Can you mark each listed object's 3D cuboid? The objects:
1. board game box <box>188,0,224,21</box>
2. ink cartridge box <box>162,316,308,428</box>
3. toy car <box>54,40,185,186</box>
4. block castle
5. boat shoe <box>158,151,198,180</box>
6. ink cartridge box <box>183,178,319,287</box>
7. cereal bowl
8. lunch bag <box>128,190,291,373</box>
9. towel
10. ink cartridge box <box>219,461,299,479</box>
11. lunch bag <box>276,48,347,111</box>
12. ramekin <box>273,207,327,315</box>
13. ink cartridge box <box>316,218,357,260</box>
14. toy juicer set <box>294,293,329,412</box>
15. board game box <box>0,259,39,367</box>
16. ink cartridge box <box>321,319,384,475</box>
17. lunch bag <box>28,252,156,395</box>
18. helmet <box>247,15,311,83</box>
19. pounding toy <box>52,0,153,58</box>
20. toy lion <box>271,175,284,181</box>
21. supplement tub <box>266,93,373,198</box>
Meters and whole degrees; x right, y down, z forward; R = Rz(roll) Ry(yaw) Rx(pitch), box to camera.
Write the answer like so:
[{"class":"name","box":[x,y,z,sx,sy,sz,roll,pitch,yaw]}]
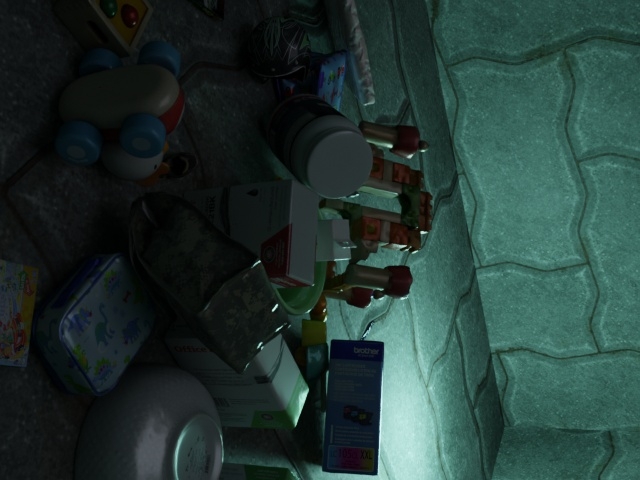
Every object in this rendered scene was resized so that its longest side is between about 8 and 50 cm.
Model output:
[{"class":"board game box","box":[-0.255,-0.637,1.714,0.136,0.030,0.260,20,69,-60]},{"class":"ink cartridge box","box":[-0.168,0.256,1.578,0.115,0.198,0.273,-65,143,-45]},{"class":"toy car","box":[-0.319,-0.183,1.348,0.238,0.210,0.219,74,14,-52]},{"class":"block castle","box":[0.138,-0.064,2.003,0.212,0.303,0.454,10,75,-21]},{"class":"boat shoe","box":[-0.287,-0.149,1.555,0.152,0.049,0.056,-35,118,-61]},{"class":"ink cartridge box","box":[-0.151,-0.006,1.569,0.114,0.272,0.197,25,64,-57]},{"class":"cereal bowl","box":[-0.279,0.392,1.400,0.339,0.141,0.339,19,69,-62]},{"class":"lunch bag","box":[-0.220,0.063,1.374,0.169,0.287,0.235,-43,147,-16]},{"class":"towel","box":[0.078,-0.581,2.207,0.317,0.053,0.332,-112,-175,-66]},{"class":"ink cartridge box","box":[-0.168,0.600,1.517,0.122,0.211,0.289,63,34,-41]},{"class":"lunch bag","box":[-0.014,-0.354,2.091,0.221,0.138,0.293,-48,138,-60]},{"class":"ramekin","box":[-0.113,0.023,1.783,0.303,0.148,0.304,15,74,-63]},{"class":"ink cartridge box","box":[0.000,0.000,1.682,0.092,0.143,0.090,-4,90,-65]},{"class":"toy juicer set","box":[-0.024,0.276,2.032,0.209,0.089,0.329,-90,177,-48]},{"class":"board game box","box":[-0.478,0.108,1.148,0.103,0.026,0.154,25,64,-61]},{"class":"ink cartridge box","box":[0.090,0.413,2.053,0.270,0.151,0.396,82,10,-76]},{"class":"lunch bag","box":[-0.375,0.133,1.286,0.219,0.090,0.176,-63,142,-47]},{"class":"helmet","box":[-0.100,-0.458,1.862,0.161,0.169,0.170,56,36,-72]},{"class":"pounding toy","box":[-0.356,-0.426,1.395,0.181,0.094,0.206,56,40,-47]},{"class":"toy lion","box":[-0.098,-0.114,1.976,0.100,0.034,0.096,26,56,-62]},{"class":"supplement tub","box":[-0.005,-0.231,1.865,0.272,0.191,0.191,49,-15,54]}]
